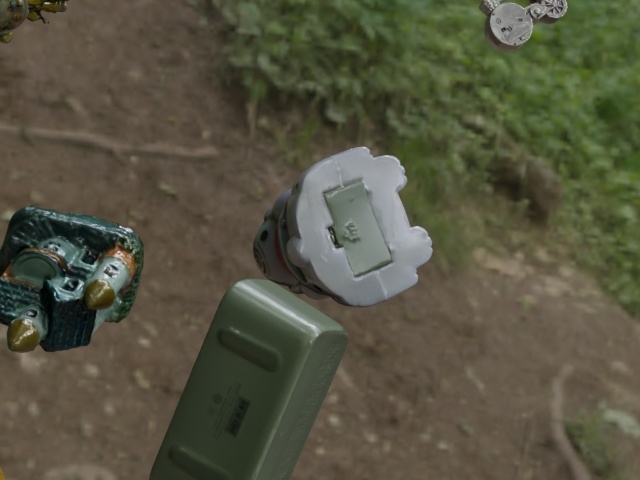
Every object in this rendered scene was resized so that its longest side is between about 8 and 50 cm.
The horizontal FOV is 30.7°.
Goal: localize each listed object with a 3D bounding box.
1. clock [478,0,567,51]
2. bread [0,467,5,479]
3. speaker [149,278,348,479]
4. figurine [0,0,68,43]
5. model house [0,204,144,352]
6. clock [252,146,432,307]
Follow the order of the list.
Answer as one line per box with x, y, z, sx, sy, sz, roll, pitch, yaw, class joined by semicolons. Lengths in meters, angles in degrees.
0.284;-0.322;1.644;0.129;0.087;0.041;-28;-5;-17;clock
-0.744;0.459;2.239;0.250;0.361;0.394;-31;37;-26;bread
-0.119;0.284;1.994;0.184;0.406;0.183;26;7;24;speaker
-0.390;-0.310;1.498;0.143;0.101;0.068;-32;65;-23;figurine
-0.460;0.091;1.993;0.253;0.184;0.291;18;29;-1;model house
0.003;-0.001;1.451;0.189;0.189;0.254;3;-8;-20;clock
